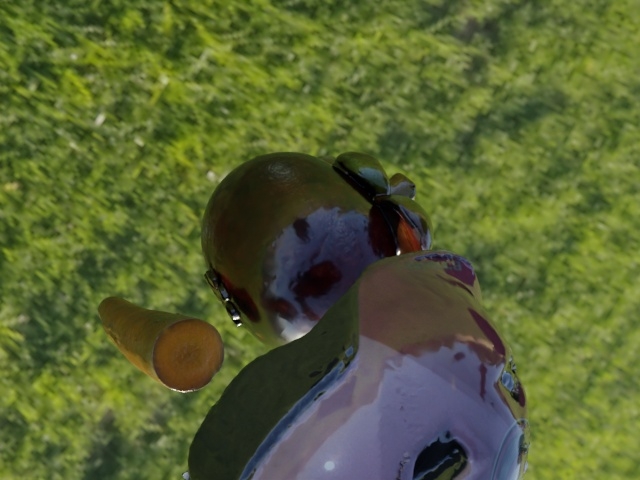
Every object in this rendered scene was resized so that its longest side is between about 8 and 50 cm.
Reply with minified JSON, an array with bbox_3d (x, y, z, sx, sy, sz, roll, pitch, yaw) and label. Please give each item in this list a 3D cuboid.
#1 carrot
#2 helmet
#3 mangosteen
[{"bbox_3d":[-0.151,0.078,1.156,0.061,0.210,0.061,-4,99,-27],"label":"carrot"},{"bbox_3d":[0.043,0.131,0.796,0.253,0.154,0.198,-22,130,-29],"label":"helmet"},{"bbox_3d":[0.000,0.000,1.121,0.200,0.200,0.199,-32,139,-33],"label":"mangosteen"}]
